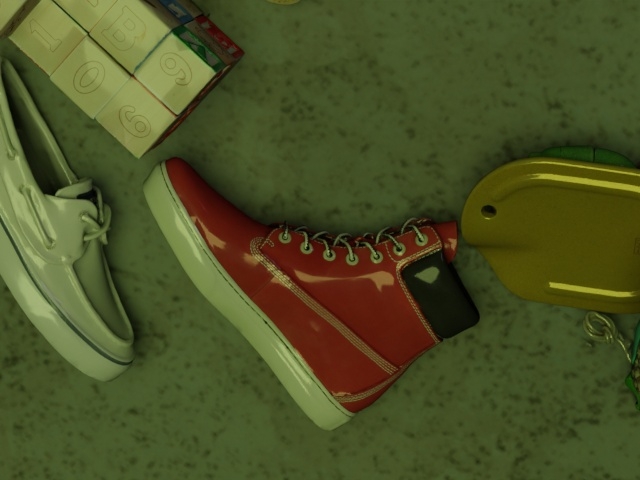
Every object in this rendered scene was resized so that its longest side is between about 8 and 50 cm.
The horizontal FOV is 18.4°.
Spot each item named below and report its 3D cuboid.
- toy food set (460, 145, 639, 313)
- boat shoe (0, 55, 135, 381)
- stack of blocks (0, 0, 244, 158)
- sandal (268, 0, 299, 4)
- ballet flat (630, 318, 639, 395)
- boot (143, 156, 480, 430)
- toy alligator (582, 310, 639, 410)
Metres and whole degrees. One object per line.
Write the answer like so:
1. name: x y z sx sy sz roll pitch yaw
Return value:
1. toy food set: 0.215 -0.016 1.440 0.217 0.071 0.128 10 127 8
2. boat shoe: -0.202 -0.017 1.478 0.084 0.095 0.258 -30 98 17
3. stack of blocks: -0.201 -0.195 1.400 0.297 0.171 0.087 43 104 -3
4. sandal: -0.110 -0.243 1.416 0.240 0.079 0.088 33 119 0
5. ballet flat: 0.441 0.126 1.386 0.482 0.164 0.182 17 127 -7
6. boot: 0.000 0.000 1.460 0.176 0.088 0.244 -38 103 13
7. toy alligator: 0.261 0.125 1.469 0.189 0.056 0.051 40 148 4
